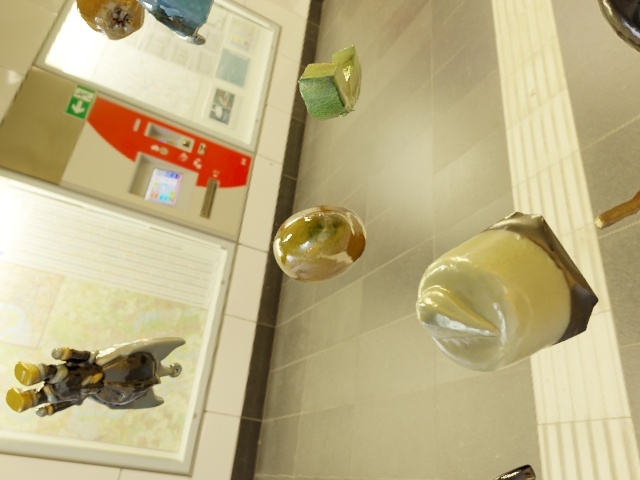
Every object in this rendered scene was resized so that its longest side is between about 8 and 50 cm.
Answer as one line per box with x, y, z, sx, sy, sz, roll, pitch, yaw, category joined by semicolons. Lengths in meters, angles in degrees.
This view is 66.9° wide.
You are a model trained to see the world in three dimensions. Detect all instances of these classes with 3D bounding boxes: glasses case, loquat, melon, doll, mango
0.380;0.467;0.949;0.083;0.023;0.033;-28;20;5;glasses case
-0.391;-0.444;0.912;0.113;0.137;0.137;71;-154;-64;loquat
0.030;-0.281;0.872;0.210;0.064;0.118;-66;-32;-46;melon
-0.393;0.255;0.895;0.103;0.316;0.146;-4;82;35;doll
-0.003;0.003;0.570;0.111;0.163;0.090;-31;79;18;mango

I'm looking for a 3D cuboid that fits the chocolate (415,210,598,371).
0.391;0.141;1.106;0.326;0.296;0.314;-40;74;43;chocolate

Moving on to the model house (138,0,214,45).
-0.155;-0.336;0.322;0.237;0.215;0.303;44;116;34;model house

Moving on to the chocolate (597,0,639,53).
0.479;-0.350;0.540;0.331;0.384;0.383;-43;13;-22;chocolate

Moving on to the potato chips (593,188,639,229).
0.512;-0.059;0.806;0.026;0.203;0.037;40;144;40;potato chips
